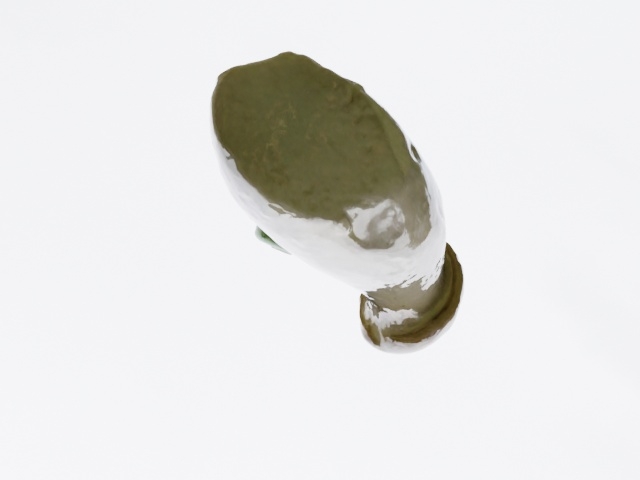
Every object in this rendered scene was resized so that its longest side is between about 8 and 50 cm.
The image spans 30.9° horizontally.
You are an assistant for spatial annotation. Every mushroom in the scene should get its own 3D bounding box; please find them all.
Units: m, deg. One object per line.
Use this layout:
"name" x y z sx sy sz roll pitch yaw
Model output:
"mushroom" 0.026 -0.021 0.868 0.128 0.350 0.128 -12 -123 18

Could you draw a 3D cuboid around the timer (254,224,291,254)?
"timer" 0.000 0.000 1.240 0.140 0.047 0.128 19 -176 0
